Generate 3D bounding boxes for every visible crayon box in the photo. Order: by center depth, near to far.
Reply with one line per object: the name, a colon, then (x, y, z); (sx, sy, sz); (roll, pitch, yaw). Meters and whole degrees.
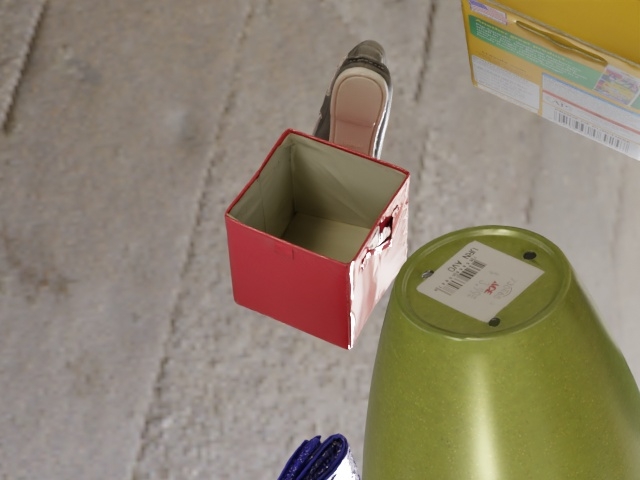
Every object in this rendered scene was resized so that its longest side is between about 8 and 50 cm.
crayon box: (0.247, -0.187, 1.448); (0.083, 0.203, 0.323); (-63, 169, -4)

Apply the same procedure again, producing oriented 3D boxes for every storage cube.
storage cube: (0.000, 0.000, 2.022); (0.184, 0.215, 0.193); (-56, 159, -33)

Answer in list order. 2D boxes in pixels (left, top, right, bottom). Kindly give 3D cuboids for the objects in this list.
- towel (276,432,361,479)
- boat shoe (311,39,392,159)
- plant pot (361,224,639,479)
towel: (-0.028, 0.407, 2.133); (0.227, 0.076, 0.308); (-52, 158, -17)
boat shoe: (0.042, -0.148, 2.206); (0.095, 0.112, 0.335); (-74, -179, -45)
plant pot: (0.146, 0.143, 1.218); (0.275, 0.275, 0.293); (-61, 147, -44)
